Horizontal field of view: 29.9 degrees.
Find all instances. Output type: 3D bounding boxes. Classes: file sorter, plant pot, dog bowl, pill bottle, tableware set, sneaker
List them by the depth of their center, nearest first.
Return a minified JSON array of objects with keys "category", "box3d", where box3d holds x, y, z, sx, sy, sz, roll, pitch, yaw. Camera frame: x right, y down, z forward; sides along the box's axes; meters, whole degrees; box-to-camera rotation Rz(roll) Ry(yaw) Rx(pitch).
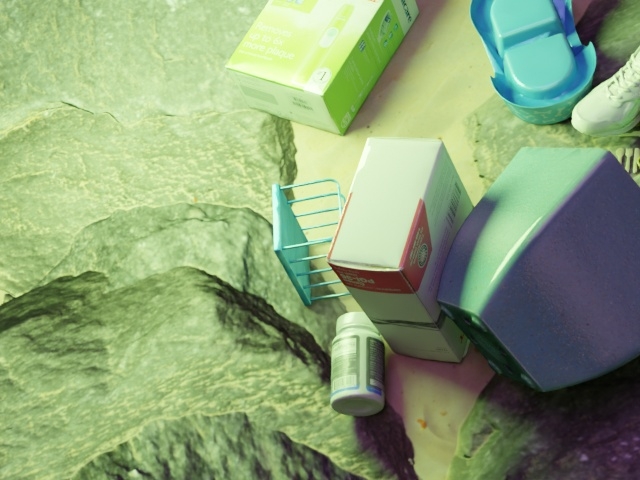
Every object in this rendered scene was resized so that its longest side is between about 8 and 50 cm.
[{"category":"plant pot","box3d":[0.302,0.053,1.558,0.252,0.248,0.247,-44,15,-9]},{"category":"pill bottle","box3d":[0.054,0.178,1.732,0.078,0.078,0.137,-8,57,16]},{"category":"sneaker","box3d":[0.472,-0.245,1.785,0.232,0.115,0.090,-32,55,-3]},{"category":"file sorter","box3d":[0.000,0.000,1.806,0.104,0.170,0.118,-11,57,11]},{"category":"tableware set","box3d":[0.502,-0.167,1.812,0.104,0.024,0.154,2,60,21]},{"category":"dog bowl","box3d":[0.344,-0.311,1.929,0.165,0.074,0.297,-18,56,9]}]

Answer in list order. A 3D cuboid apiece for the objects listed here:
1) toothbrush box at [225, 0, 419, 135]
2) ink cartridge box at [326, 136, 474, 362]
[{"category":"toothbrush box","box3d":[0.006,-0.345,2.046,0.206,0.122,0.283,21,68,29]},{"category":"ink cartridge box","box3d":[0.134,0.019,1.676,0.117,0.283,0.207,5,62,27]}]
